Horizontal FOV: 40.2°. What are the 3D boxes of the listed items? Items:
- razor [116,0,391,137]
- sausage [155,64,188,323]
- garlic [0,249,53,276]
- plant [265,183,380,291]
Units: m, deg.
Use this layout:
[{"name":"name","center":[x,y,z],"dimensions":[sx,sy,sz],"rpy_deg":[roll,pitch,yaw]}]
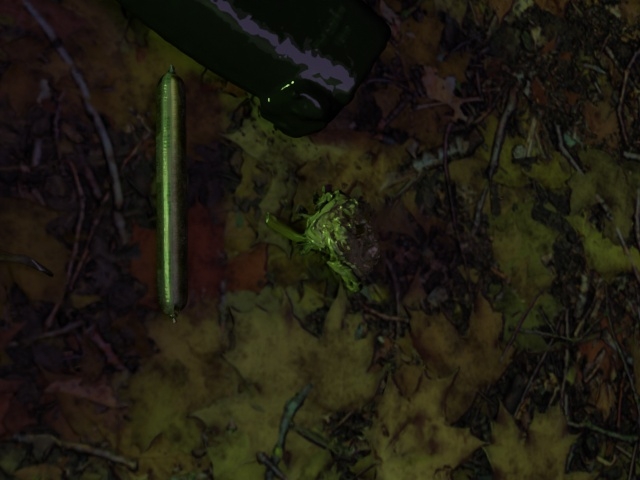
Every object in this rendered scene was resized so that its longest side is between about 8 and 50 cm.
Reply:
[{"name":"razor","center":[-0.084,-0.261,0.915],"dimensions":[0.326,0.107,0.189],"rpy_deg":[38,69,-19]},{"name":"sausage","center":[-0.153,-0.050,0.897],"dimensions":[0.032,0.033,0.269],"rpy_deg":[2,83,-26]},{"name":"garlic","center":[-0.356,-0.112,0.752],"dimensions":[0.196,0.151,0.339],"rpy_deg":[-16,91,-43]},{"name":"plant","center":[0.000,0.000,0.943],"dimensions":[0.104,0.121,0.117],"rpy_deg":[-58,143,-58]}]
